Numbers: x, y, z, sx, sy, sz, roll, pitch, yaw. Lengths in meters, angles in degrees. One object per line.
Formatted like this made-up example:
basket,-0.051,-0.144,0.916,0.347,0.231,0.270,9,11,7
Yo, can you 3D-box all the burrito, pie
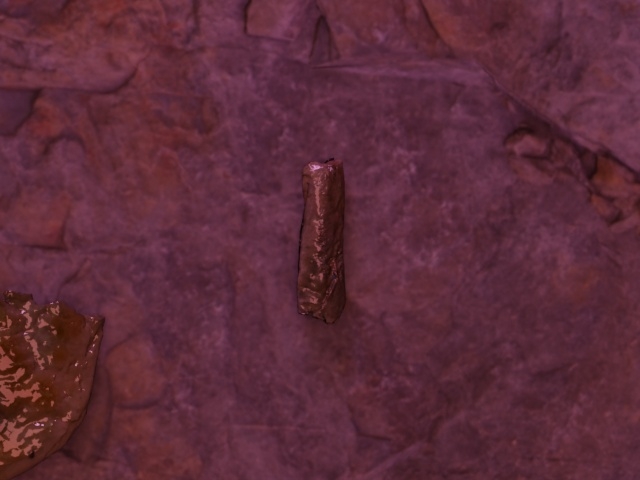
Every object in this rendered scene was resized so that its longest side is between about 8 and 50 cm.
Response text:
burrito,0.001,0.000,1.473,0.051,0.042,0.171,0,96,-37
pie,-0.388,0.108,1.409,0.338,0.075,0.337,0,91,-7
